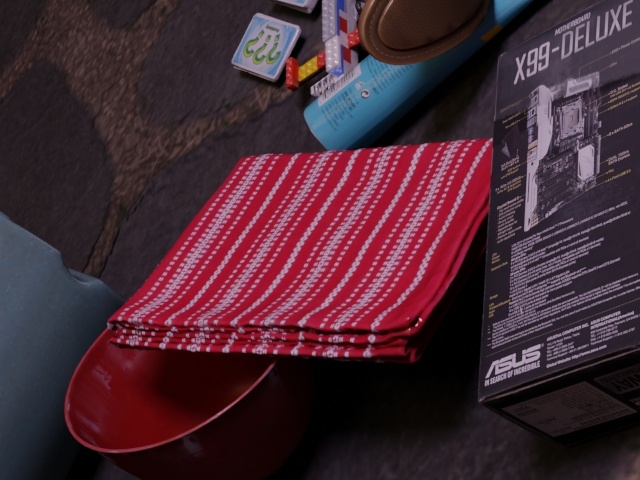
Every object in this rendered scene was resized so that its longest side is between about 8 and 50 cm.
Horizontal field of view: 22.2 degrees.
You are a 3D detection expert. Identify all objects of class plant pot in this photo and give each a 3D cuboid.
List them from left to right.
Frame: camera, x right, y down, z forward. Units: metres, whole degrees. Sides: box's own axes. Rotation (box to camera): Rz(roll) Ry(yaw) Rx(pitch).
[{"bbox_3d":[-0.331,0.139,1.293,0.341,0.341,0.334,13,69,57],"label":"plant pot"}]

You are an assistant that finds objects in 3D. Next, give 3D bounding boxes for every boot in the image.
[{"bbox_3d":[0.058,-0.191,1.152,0.197,0.073,0.152,-46,30,-26],"label":"boot"}]

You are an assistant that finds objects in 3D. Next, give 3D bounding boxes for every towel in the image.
[{"bbox_3d":[0.000,0.000,1.079,0.275,0.031,0.199,-1,41,41],"label":"towel"}]

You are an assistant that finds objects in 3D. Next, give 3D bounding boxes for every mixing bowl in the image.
[{"bbox_3d":[-0.073,0.108,1.114,0.181,0.098,0.181,-22,31,14],"label":"mixing bowl"}]

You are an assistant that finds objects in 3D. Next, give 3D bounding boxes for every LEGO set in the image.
[{"bbox_3d":[0.012,-0.203,1.296,0.244,0.060,0.182,29,93,54],"label":"LEGO set"}]

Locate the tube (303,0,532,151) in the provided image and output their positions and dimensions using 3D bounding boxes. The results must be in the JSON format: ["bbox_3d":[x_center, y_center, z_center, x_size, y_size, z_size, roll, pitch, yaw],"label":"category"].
[{"bbox_3d":[0.079,-0.139,1.169,0.207,0.052,0.080,-40,40,20],"label":"tube"}]

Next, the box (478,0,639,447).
[{"bbox_3d":[0.222,-0.047,0.868,0.307,0.076,0.242,-26,46,42],"label":"box"}]
